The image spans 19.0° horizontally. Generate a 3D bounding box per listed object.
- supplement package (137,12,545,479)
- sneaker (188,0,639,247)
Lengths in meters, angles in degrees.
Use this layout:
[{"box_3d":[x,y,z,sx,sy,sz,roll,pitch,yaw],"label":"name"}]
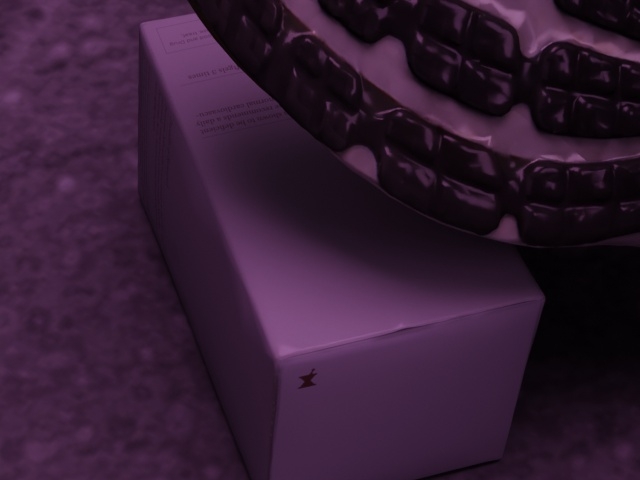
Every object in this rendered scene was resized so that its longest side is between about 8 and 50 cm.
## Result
[{"box_3d":[0.000,0.000,0.760,0.105,0.105,0.179,-11,51,-16],"label":"supplement package"},{"box_3d":[0.099,-0.070,0.741,0.410,0.158,0.182,23,2,-27],"label":"sneaker"}]
